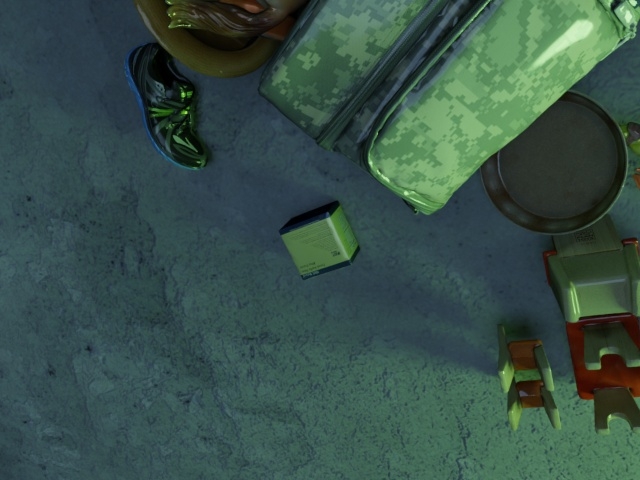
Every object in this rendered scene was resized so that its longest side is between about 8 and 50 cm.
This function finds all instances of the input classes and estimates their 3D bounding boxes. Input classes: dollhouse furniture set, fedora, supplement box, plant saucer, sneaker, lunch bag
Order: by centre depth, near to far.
[{"bbox_3d":[0.125,-0.201,0.523,0.256,0.212,0.305,38,117,-11],"label":"lunch bag"},{"bbox_3d":[0.267,-0.090,0.584,0.168,0.029,0.168,20,119,43],"label":"plant saucer"},{"bbox_3d":[-0.143,-0.292,0.622,0.079,0.194,0.194,9,123,60],"label":"fedora"},{"bbox_3d":[0.358,0.113,0.640,0.262,0.135,0.259,-10,120,22],"label":"dollhouse furniture set"},{"bbox_3d":[-0.210,-0.188,0.712,0.078,0.067,0.188,-15,104,30],"label":"sneaker"},{"bbox_3d":[0.000,0.000,0.728,0.083,0.056,0.083,-20,104,24],"label":"supplement box"}]

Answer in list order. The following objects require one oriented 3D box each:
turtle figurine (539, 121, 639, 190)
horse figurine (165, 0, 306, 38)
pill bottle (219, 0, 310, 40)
[{"bbox_3d":[0.387,-0.123,0.521,0.270,0.087,0.217,25,109,29],"label":"turtle figurine"},{"bbox_3d":[-0.038,-0.291,0.452,0.175,0.066,0.263,29,105,-1],"label":"horse figurine"},{"bbox_3d":[-0.044,-0.347,0.536,0.131,0.130,0.245,20,108,10],"label":"pill bottle"}]
